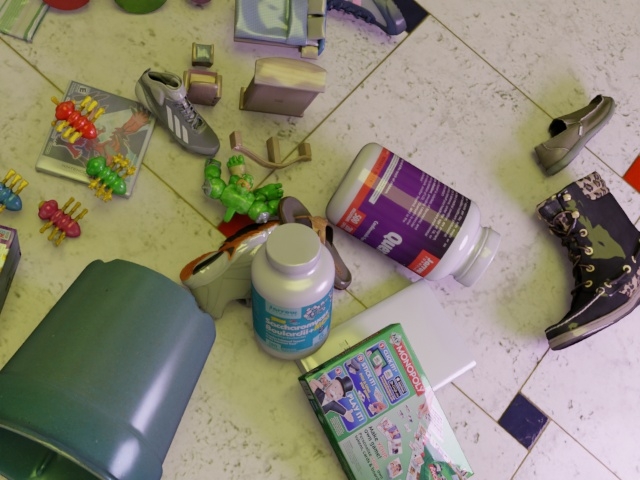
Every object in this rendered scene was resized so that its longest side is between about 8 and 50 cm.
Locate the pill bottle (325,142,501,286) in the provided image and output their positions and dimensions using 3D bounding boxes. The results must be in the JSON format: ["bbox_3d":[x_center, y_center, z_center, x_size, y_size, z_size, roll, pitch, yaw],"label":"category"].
[{"bbox_3d":[0.183,-0.042,1.712,0.323,0.181,0.181,31,65,-2],"label":"pill bottle"}]

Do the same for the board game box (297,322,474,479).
[{"bbox_3d":[0.122,0.339,1.588,0.213,0.046,0.317,-27,92,-23],"label":"board game box"}]

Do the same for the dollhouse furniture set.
[{"bbox_3d":[-0.117,-0.427,1.732,0.286,0.198,0.303,5,81,-13],"label":"dollhouse furniture set"}]

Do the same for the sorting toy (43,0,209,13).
[{"bbox_3d":[-0.405,-0.555,1.805,0.365,0.127,0.126,-4,43,-21],"label":"sorting toy"}]

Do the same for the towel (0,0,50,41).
[{"bbox_3d":[-0.627,-0.468,1.738,0.152,0.023,0.113,21,65,-7],"label":"towel"}]

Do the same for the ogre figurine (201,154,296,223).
[{"bbox_3d":[-0.146,-0.090,1.682,0.197,0.097,0.118,45,29,-9],"label":"ogre figurine"}]

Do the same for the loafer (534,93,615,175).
[{"bbox_3d":[0.565,-0.253,1.944,0.087,0.094,0.251,44,65,-1],"label":"loafer"}]

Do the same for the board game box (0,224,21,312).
[{"bbox_3d":[-0.668,0.029,1.474,0.275,0.142,0.144,15,67,-9],"label":"board game box"}]

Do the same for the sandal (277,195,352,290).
[{"bbox_3d":[0.000,0.000,1.673,0.219,0.060,0.090,54,34,-11],"label":"sandal"}]

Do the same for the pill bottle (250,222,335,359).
[{"bbox_3d":[-0.050,0.087,1.541,0.146,0.264,0.146,1,52,-1],"label":"pill bottle"}]

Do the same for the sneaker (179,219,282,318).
[{"bbox_3d":[-0.141,0.052,1.651,0.262,0.099,0.121,-34,109,-32],"label":"sneaker"}]

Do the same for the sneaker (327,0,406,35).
[{"bbox_3d":[0.039,-0.534,1.915,0.319,0.112,0.131,41,82,5],"label":"sneaker"}]

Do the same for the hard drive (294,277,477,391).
[{"bbox_3d":[0.124,0.227,1.672,0.307,0.040,0.203,-27,79,-23],"label":"hard drive"}]

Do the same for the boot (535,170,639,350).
[{"bbox_3d":[0.541,0.036,1.804,0.377,0.138,0.284,-29,81,-27],"label":"boot"}]

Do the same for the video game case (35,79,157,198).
[{"bbox_3d":[-0.429,-0.197,1.690,0.183,0.023,0.201,17,66,-9],"label":"video game case"}]

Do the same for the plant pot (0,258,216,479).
[{"bbox_3d":[-0.351,0.230,1.401,0.341,0.341,0.334,28,58,-4],"label":"plant pot"}]

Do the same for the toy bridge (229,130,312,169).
[{"bbox_3d":[-0.093,-0.174,1.738,0.188,0.026,0.063,5,68,-36],"label":"toy bridge"}]

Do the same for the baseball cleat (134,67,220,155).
[{"bbox_3d":[-0.269,-0.248,1.689,0.206,0.109,0.072,38,55,-12],"label":"baseball cleat"}]

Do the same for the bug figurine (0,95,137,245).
[{"bbox_3d":[-0.480,-0.121,1.601,0.216,0.072,0.279,46,74,-10],"label":"bug figurine"}]
